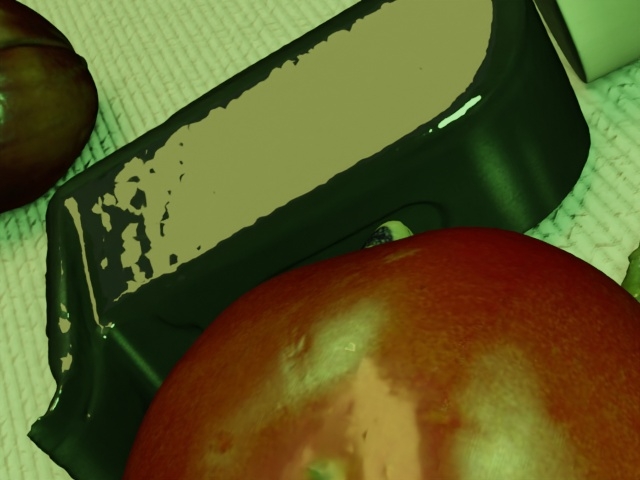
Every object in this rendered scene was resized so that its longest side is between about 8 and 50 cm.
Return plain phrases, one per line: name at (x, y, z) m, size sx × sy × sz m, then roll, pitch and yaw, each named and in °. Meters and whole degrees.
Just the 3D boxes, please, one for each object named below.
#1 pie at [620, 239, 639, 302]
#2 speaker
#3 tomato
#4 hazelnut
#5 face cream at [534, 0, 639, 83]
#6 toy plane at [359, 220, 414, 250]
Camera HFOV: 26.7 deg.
pie at (0.283, 0.030, 0.691) m, size 0.302 × 0.067 × 0.302 m, roll -19°, pitch 39°, yaw 16°
speaker at (0.000, 0.000, 0.859) m, size 0.388 × 0.180 × 0.184 m, roll -31°, pitch 44°, yaw 7°
tomato at (0.042, 0.133, 0.553) m, size 0.298 × 0.226 × 0.299 m, roll -8°, pitch 64°, yaw 18°
hazelnut at (-0.306, -0.126, 1.215) m, size 0.229 × 0.229 × 0.229 m, roll -21°, pitch 39°, yaw 18°
face cream at (0.214, -0.244, 0.917) m, size 0.179 × 0.218 × 0.218 m, roll -27°, pitch 37°, yaw 9°
toy plane at (0.028, 0.114, 0.753) m, size 0.241 × 0.104 × 0.256 m, roll -5°, pitch 56°, yaw 36°
